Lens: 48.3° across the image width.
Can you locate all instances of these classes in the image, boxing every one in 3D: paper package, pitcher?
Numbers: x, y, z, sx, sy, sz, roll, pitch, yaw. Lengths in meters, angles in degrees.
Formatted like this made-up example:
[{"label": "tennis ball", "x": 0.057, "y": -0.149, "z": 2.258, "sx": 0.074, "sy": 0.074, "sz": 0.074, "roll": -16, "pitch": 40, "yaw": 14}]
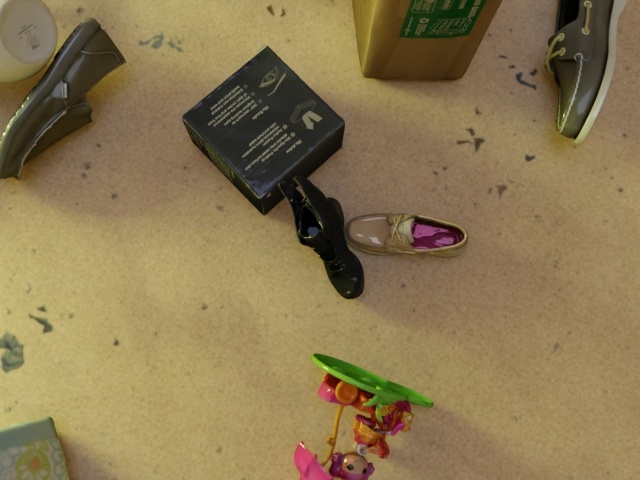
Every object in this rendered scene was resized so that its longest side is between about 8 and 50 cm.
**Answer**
[{"label": "paper package", "x": 0.130, "y": -0.410, "z": 0.934, "sx": 0.168, "sy": 0.325, "sz": 0.310, "roll": -5, "pitch": 77, "yaw": -3}, {"label": "pitcher", "x": -0.430, "y": -0.290, "z": 0.955, "sx": 0.207, "sy": 0.125, "sz": 0.178, "roll": 9, "pitch": 51, "yaw": 36}]

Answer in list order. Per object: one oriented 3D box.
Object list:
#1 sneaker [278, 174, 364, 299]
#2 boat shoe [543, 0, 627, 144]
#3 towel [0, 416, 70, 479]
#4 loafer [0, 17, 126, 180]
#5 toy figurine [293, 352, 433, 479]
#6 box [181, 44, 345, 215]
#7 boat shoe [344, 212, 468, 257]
[{"label": "sneaker", "x": 0.002, "y": -0.001, "z": 0.932, "sx": 0.051, "sy": 0.089, "sz": 0.170, "roll": -18, "pitch": 85, "yaw": 29}, {"label": "boat shoe", "x": 0.370, "y": -0.277, "z": 1.024, "sx": 0.091, "sy": 0.109, "sz": 0.305, "roll": 17, "pitch": 70, "yaw": 2}, {"label": "towel", "x": -0.428, "y": 0.383, "z": 0.747, "sx": 0.374, "sy": 0.090, "sz": 0.321, "roll": -7, "pitch": 76, "yaw": -42}, {"label": "loafer", "x": -0.352, "y": -0.179, "z": 0.968, "sx": 0.087, "sy": 0.094, "sz": 0.251, "roll": 35, "pitch": 89, "yaw": -25}, {"label": "toy figurine", "x": 0.038, "y": 0.246, "z": 0.891, "sx": 0.173, "sy": 0.130, "sz": 0.159, "roll": 23, "pitch": 89, "yaw": -22}, {"label": "box", "x": -0.076, "y": -0.148, "z": 0.975, "sx": 0.156, "sy": 0.093, "sz": 0.158, "roll": -42, "pitch": 80, "yaw": -11}, {"label": "boat shoe", "x": 0.118, "y": -0.012, "z": 0.968, "sx": 0.170, "sy": 0.059, "sz": 0.063, "roll": 3, "pitch": 76, "yaw": -1}]
